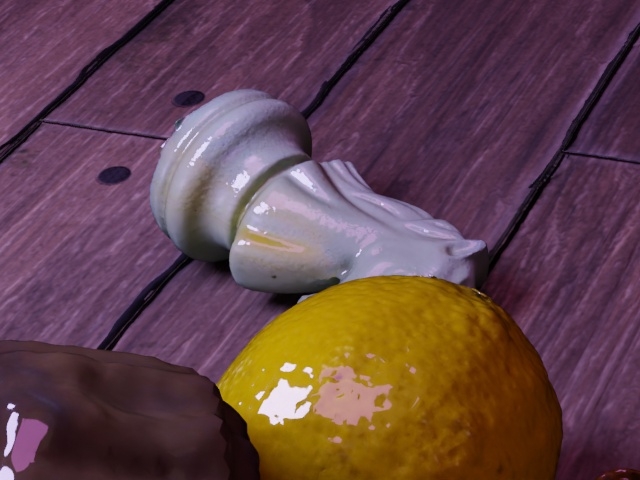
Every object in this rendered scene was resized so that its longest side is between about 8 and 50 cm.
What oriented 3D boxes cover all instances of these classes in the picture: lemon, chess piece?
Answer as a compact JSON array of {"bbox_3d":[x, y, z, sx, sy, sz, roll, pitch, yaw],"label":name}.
[{"bbox_3d":[0.046,0.148,1.356,0.245,0.245,0.320,15,34,30],"label":"lemon"},{"bbox_3d":[0.000,0.000,1.702,0.298,0.176,0.176,35,50,30],"label":"chess piece"}]

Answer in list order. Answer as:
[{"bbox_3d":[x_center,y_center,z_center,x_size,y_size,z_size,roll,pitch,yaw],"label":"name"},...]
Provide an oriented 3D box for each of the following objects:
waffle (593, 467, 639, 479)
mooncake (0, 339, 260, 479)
[{"bbox_3d":[0.285,0.271,1.231,0.348,0.077,0.304,6,32,34],"label":"waffle"},{"bbox_3d":[-0.156,0.223,1.199,0.187,0.324,0.324,9,28,-20],"label":"mooncake"}]
